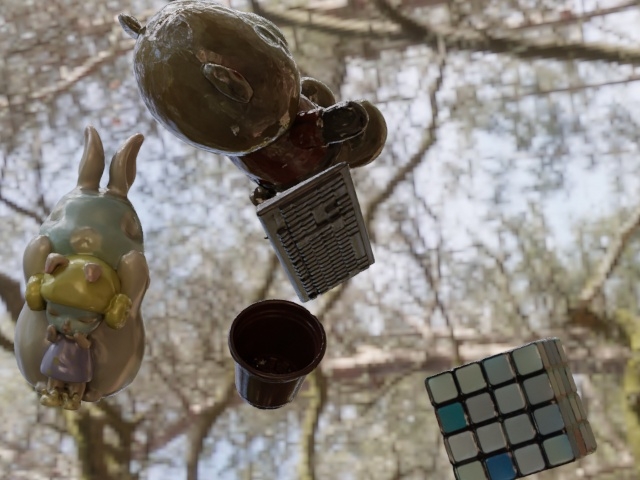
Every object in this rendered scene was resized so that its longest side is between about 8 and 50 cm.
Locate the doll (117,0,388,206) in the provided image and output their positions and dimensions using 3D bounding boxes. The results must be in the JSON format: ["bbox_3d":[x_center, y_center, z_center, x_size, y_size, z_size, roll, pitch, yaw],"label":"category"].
[{"bbox_3d":[-0.079,-0.148,1.599,0.174,0.235,0.330,-55,-42,0],"label":"doll"}]

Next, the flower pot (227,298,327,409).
[{"bbox_3d":[-0.052,0.135,1.585,0.089,0.111,0.111,100,-168,-46],"label":"flower pot"}]

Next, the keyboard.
[{"bbox_3d":[0.000,0.000,0.971,0.011,0.067,0.202,61,178,19],"label":"keyboard"}]

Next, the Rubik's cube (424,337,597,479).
[{"bbox_3d":[0.237,0.216,1.788,0.151,0.154,0.155,10,-120,-70],"label":"Rubik's cube"}]

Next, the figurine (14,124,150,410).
[{"bbox_3d":[-0.216,0.022,1.329,0.155,0.127,0.236,-45,-34,-69],"label":"figurine"}]
